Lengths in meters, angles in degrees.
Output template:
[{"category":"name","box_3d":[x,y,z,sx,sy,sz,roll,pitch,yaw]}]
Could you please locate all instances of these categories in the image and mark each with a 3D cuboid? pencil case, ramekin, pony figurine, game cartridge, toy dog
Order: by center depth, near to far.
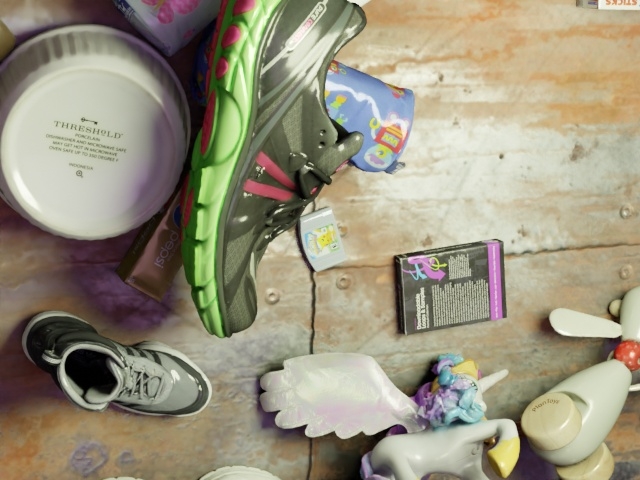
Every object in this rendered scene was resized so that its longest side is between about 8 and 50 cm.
[{"category":"ramekin","box_3d":[-0.288,-0.123,1.689,0.272,0.127,0.273,-4,110,-12]},{"category":"pencil case","box_3d":[-0.137,-0.355,1.711,0.273,0.113,0.124,-41,70,-5]},{"category":"pencil case","box_3d":[-0.024,-0.184,1.786,0.306,0.119,0.133,20,117,-22]},{"category":"pony figurine","box_3d":[0.117,0.298,1.862,0.350,0.363,0.303,-17,116,2]},{"category":"game cartridge","box_3d":[0.000,0.000,1.893,0.056,0.017,0.083,-21,108,-9]},{"category":"toy dog","box_3d":[0.380,0.210,2.006,0.333,0.161,0.220,-34,119,-37]}]

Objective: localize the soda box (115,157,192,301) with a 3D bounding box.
[{"category":"soda box","box_3d":[-0.195,-0.015,1.798,0.058,0.061,0.181,30,92,-23]}]

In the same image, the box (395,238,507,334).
[{"category":"box","box_3d":[0.188,0.066,1.965,0.162,0.029,0.116,-9,104,-18]}]

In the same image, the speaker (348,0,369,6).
[{"category":"speaker","box_3d":[0.044,-0.335,1.807,0.136,0.055,0.055,-36,111,-8]}]

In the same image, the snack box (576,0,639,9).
[{"category":"snack box","box_3d":[0.457,-0.338,1.941,0.178,0.064,0.022,-2,102,-18]}]

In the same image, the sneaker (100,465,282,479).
[{"category":"sneaker","box_3d":[-0.171,0.382,1.865,0.297,0.129,0.111,-4,102,-19]}]

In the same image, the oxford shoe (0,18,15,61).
[{"category":"oxford shoe","box_3d":[-0.450,-0.310,1.643,0.096,0.082,0.227,-43,114,-25]}]

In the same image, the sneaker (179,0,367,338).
[{"category":"sneaker","box_3d":[-0.055,-0.084,1.657,0.202,0.185,0.483,8,116,-13]}]

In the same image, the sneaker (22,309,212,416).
[{"category":"sneaker","box_3d":[-0.254,0.182,1.775,0.268,0.153,0.101,24,95,-22]}]
